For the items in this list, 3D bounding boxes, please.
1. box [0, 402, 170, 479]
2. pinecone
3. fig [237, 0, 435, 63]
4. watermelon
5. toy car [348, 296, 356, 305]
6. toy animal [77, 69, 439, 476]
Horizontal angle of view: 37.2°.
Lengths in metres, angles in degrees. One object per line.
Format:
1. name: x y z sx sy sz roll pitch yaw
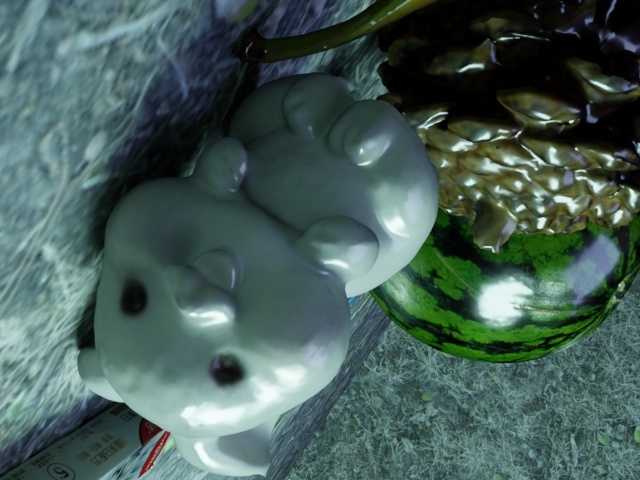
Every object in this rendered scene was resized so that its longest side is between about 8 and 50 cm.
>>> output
1. box: -0.157 0.152 0.584 0.055 0.039 0.218 -60 170 16
2. pinecone: 0.151 -0.119 0.671 0.243 0.243 0.257 -30 127 -70
3. fig: 0.060 -0.154 0.473 0.236 0.124 0.124 -41 167 -13
4. watermelon: 0.172 -0.021 0.924 0.285 0.285 0.285 -54 170 -13
5. toy car: 0.000 0.000 0.676 0.097 0.100 0.191 -49 165 -17
6. toy animal: -0.033 0.018 0.495 0.193 0.127 0.178 -55 173 -21
